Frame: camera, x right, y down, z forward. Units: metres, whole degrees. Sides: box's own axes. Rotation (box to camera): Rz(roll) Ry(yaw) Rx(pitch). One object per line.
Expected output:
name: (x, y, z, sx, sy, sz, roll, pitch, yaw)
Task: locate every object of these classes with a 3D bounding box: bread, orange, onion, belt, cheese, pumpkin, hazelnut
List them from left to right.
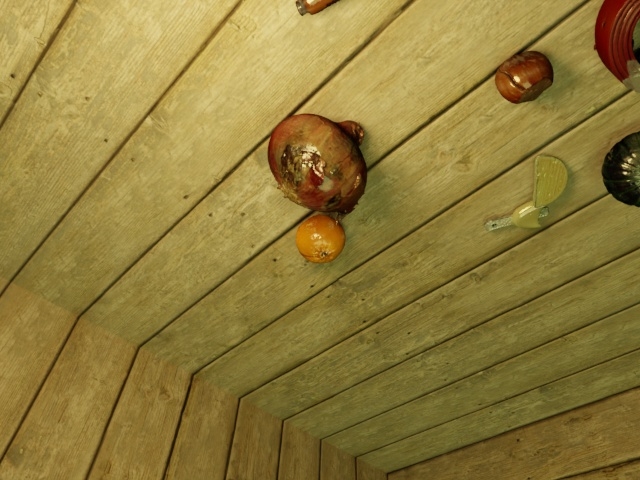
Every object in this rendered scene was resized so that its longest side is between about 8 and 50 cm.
onion: (-0.004, -0.226, 1.480, 0.353, 0.353, 0.353, 2, 132, 2)
orange: (0.000, 0.000, 1.796, 0.193, 0.161, 0.193, 3, 128, 4)
cheese: (0.731, -0.084, 1.754, 0.235, 0.050, 0.127, -14, 130, 13)
hazelnut: (0.590, -0.475, 1.372, 0.154, 0.143, 0.143, -32, 123, 18)
bread: (0.797, -0.212, 1.637, 0.112, 0.036, 0.193, -9, 118, 3)
belt: (0.885, -0.558, 1.287, 0.227, 0.115, 0.324, -17, 127, 20)
pumpkin: (1.042, -0.234, 1.509, 0.250, 0.216, 0.250, 22, 131, 28)

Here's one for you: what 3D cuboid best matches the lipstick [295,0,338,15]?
lipstick: (0.123, -0.702, 1.223, 0.418, 0.077, 0.077, -19, 128, 21)
